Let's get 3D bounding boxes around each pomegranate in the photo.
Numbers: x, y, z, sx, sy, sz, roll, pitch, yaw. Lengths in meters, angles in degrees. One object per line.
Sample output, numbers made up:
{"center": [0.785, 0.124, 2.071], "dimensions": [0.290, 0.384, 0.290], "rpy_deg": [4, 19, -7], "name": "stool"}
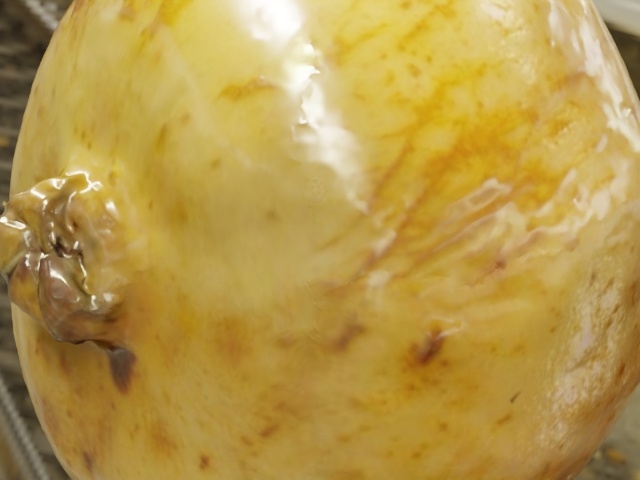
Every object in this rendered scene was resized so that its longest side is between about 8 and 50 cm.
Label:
{"center": [0.000, 0.000, 0.616], "dimensions": [0.248, 0.248, 0.248], "rpy_deg": [12, 15, -3], "name": "pomegranate"}
